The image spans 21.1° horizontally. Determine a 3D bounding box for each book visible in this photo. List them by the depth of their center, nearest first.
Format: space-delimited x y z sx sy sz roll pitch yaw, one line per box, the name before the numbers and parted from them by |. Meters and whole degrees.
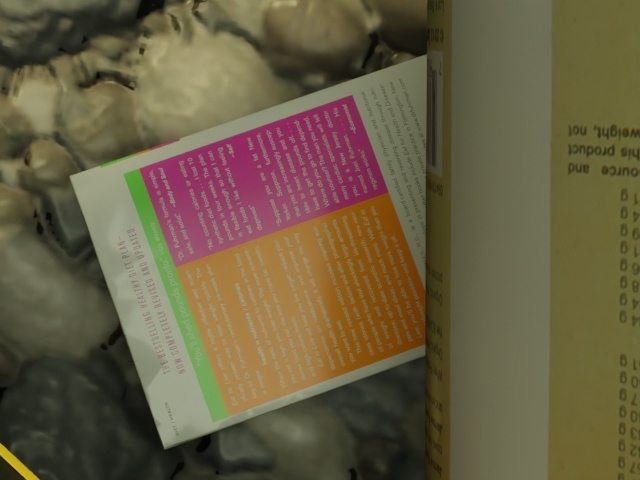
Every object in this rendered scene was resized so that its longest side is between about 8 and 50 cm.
book | 0.000 0.000 0.574 0.144 0.035 0.096 -19 88 -7

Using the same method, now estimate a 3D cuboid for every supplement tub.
supplement tub | 0.142 0.038 0.474 0.228 0.228 0.316 -1 98 -5

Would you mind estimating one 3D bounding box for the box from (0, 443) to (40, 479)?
box | -0.125 0.222 0.455 0.257 0.079 0.322 42 116 -3
